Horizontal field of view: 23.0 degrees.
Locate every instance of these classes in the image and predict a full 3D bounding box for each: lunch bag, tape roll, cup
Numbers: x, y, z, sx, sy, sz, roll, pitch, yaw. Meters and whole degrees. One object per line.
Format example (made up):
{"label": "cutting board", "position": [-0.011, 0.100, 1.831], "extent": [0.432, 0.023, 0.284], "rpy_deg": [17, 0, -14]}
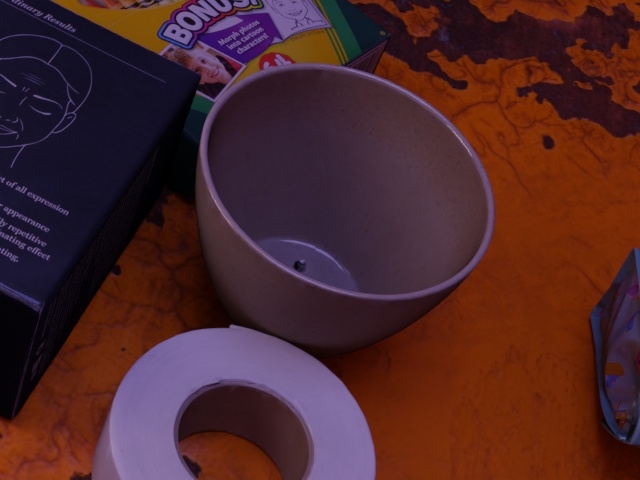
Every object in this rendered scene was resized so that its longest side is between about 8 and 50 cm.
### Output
{"label": "lunch bag", "position": [0.449, 0.165, 1.863], "extent": [0.223, 0.160, 0.262], "rpy_deg": [15, 43, -11]}
{"label": "tape roll", "position": [-0.090, 0.231, 1.630], "extent": [0.286, 0.100, 0.286], "rpy_deg": [11, 49, -13]}
{"label": "cup", "position": [0.000, 0.000, 1.765], "extent": [0.331, 0.237, 0.331], "rpy_deg": [11, 49, -13]}

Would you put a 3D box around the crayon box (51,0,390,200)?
{"label": "crayon box", "position": [-0.145, -0.255, 2.006], "extent": [0.313, 0.106, 0.363], "rpy_deg": [41, 49, 14]}

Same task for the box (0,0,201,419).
{"label": "box", "position": [-0.354, -0.063, 1.692], "extent": [0.293, 0.212, 0.395], "rpy_deg": [27, 48, 2]}
